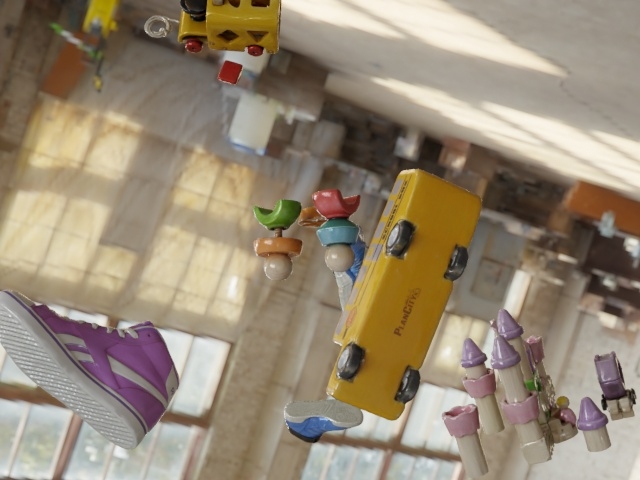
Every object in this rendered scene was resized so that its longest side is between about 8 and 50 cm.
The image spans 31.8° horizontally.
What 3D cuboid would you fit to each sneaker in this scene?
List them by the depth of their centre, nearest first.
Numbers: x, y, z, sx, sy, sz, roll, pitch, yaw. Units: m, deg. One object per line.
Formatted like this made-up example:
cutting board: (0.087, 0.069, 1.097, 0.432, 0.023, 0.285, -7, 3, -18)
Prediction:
sneaker: (-0.320, 0.144, 1.563, 0.282, 0.161, 0.102, 45, 141, -9)
sneaker: (0.008, 0.349, 2.152, 0.152, 0.058, 0.085, 0, 138, 5)
sneaker: (0.107, 0.073, 2.303, 0.330, 0.147, 0.130, -105, -8, -52)

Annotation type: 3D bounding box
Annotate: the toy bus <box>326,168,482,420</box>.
toy bus: (0.109, 0.072, 1.552, 0.108, 0.333, 0.130, 23, 175, -15)

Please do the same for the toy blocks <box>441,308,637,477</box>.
toy blocks: (0.380, 0.234, 2.023, 0.309, 0.260, 0.288, -15, -174, 18)

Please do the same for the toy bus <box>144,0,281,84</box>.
toy bus: (-0.153, -0.364, 1.785, 0.191, 0.202, 0.104, 45, 162, 16)

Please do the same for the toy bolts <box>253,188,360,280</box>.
toy bolts: (0.000, 0.000, 2.289, 0.228, 0.158, 0.218, -12, 166, 42)
